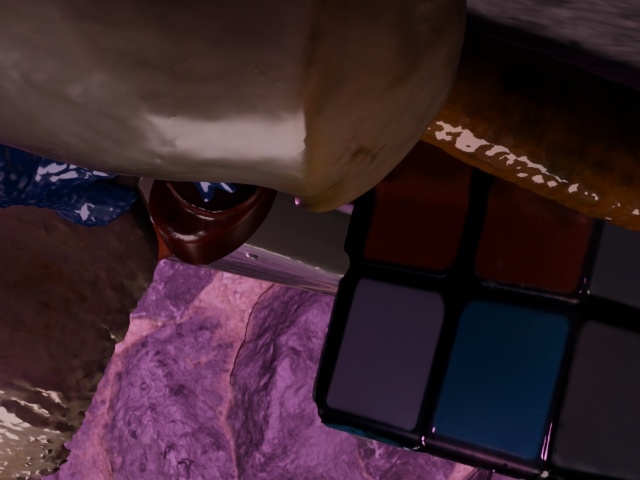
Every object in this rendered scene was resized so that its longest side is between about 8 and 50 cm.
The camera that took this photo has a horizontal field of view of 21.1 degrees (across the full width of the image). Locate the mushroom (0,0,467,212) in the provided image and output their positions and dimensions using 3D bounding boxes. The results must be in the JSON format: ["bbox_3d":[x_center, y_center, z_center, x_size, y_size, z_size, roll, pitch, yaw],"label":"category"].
[{"bbox_3d":[-0.120,-0.083,0.539,0.329,0.122,0.159,12,-176,8],"label":"mushroom"}]

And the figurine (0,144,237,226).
[{"bbox_3d":[-0.172,-0.061,0.870,0.164,0.120,0.262,22,173,45],"label":"figurine"}]

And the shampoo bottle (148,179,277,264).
[{"bbox_3d":[-0.065,-0.035,1.097,0.064,0.102,0.260,42,176,0],"label":"shampoo bottle"}]

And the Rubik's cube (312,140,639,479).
[{"bbox_3d":[0.124,0.038,0.915,0.167,0.180,0.183,16,173,-39],"label":"Rubik's cube"}]

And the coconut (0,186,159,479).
[{"bbox_3d":[-0.259,0.019,1.183,0.255,0.297,0.297,24,173,-13],"label":"coconut"}]

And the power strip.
[{"bbox_3d":[0.000,0.000,1.464,0.385,0.062,0.091,18,175,-12],"label":"power strip"}]

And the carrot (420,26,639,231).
[{"bbox_3d":[0.111,-0.045,0.717,0.314,0.066,0.066,19,174,-23],"label":"carrot"}]

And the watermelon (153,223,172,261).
[{"bbox_3d":[-0.154,-0.018,1.615,0.135,0.094,0.125,9,167,7],"label":"watermelon"}]
